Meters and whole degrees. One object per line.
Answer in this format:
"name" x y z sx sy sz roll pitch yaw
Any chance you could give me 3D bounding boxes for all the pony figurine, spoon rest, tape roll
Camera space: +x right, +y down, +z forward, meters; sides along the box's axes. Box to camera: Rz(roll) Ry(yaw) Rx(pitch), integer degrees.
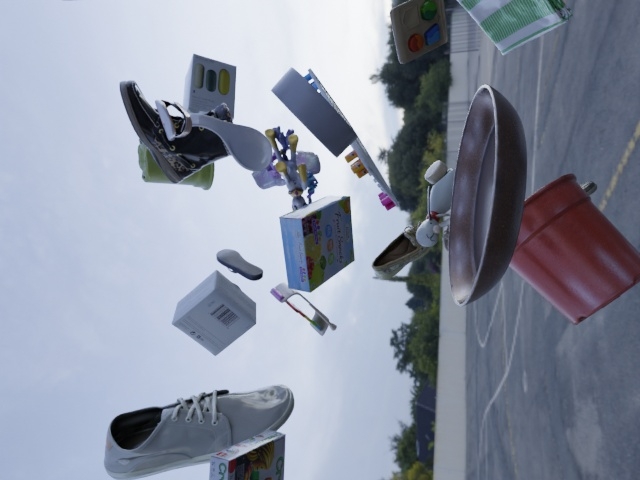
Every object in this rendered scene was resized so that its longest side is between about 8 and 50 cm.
"pony figurine" -0.130 -0.281 1.719 0.363 0.302 0.351 79 172 -58
"spoon rest" -0.266 -0.298 1.262 0.276 0.084 0.137 20 -110 -26
"tape roll" -0.014 -0.294 0.988 0.219 0.072 0.219 44 -171 -9

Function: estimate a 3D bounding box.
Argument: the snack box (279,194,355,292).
"snack box" 0.000 0.000 1.002 0.207 0.070 0.174 -32 -58 -51

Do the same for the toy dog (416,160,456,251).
"toy dog" 0.428 -0.135 1.410 0.161 0.220 0.334 138 142 -57

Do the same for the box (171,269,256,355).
"box" -0.323 0.224 1.314 0.181 0.182 0.119 46 -168 -24

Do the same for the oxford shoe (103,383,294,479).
"oxford shoe" -0.280 0.422 0.992 0.169 0.449 0.130 -128 27 -67

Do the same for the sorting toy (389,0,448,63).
"sorting toy" 0.381 -0.875 1.643 0.041 0.229 0.307 52 167 53

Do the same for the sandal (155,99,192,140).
"sandal" -0.395 -0.332 1.163 0.265 0.076 0.102 -153 44 -70

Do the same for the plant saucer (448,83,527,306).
"plant saucer" 0.232 -0.059 0.610 0.310 0.050 0.311 4 -90 -81

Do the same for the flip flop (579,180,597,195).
"flip flop" 0.792 -0.084 1.402 0.277 0.080 0.112 -48 -1 40

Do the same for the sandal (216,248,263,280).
"sandal" -0.343 0.109 1.754 0.097 0.254 0.054 -23 -48 -43

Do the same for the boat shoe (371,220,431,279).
"boat shoe" 0.303 0.026 1.507 0.285 0.104 0.089 -43 -33 -3

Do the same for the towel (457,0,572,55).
"towel" 0.468 -0.654 1.126 0.038 0.325 0.248 -53 15 -8

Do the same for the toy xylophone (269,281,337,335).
"toy xylophone" -0.065 0.296 1.802 0.081 0.236 0.322 -49 -62 -7

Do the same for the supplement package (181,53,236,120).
"supplement package" -0.502 -0.643 1.908 0.198 0.199 0.263 -26 61 60

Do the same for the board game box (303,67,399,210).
"board game box" 0.102 -0.306 1.369 0.390 0.050 0.390 63 -165 23

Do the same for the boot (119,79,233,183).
"boot" -0.431 -0.374 1.367 0.377 0.284 0.138 71 177 -46

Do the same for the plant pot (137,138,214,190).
"plant pot" -0.603 -0.334 1.751 0.254 0.276 0.276 -10 -77 -31

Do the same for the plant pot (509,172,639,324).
"plant pot" 0.578 0.034 0.994 0.265 0.272 0.272 56 -178 26

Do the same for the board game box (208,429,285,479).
"board game box" -0.147 0.565 0.850 0.193 0.053 0.305 15 -105 -61
